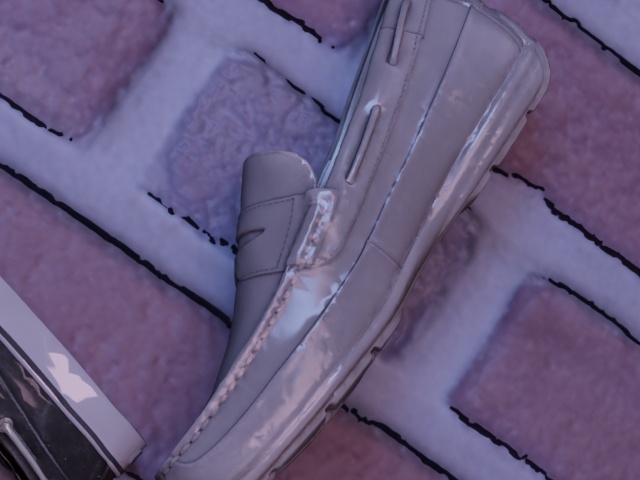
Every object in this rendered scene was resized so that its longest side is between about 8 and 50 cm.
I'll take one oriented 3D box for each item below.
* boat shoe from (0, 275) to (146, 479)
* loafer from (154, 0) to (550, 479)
[{"bbox_3d":[-0.183,0.048,0.940,0.070,0.078,0.219,-44,96,-15],"label":"boat shoe"},{"bbox_3d":[0.000,0.000,0.979,0.111,0.112,0.319,34,69,-2],"label":"loafer"}]
